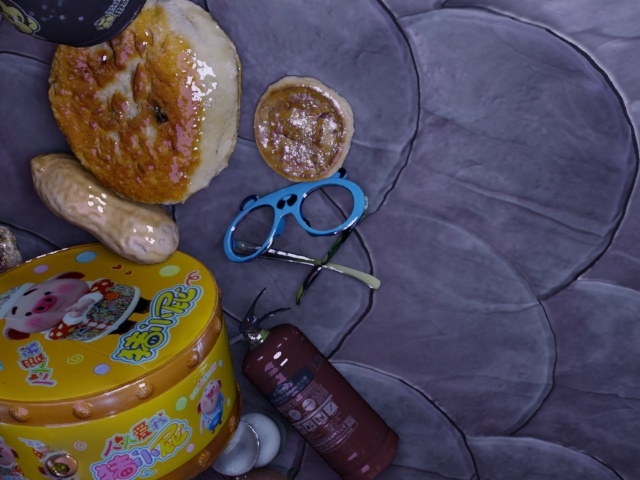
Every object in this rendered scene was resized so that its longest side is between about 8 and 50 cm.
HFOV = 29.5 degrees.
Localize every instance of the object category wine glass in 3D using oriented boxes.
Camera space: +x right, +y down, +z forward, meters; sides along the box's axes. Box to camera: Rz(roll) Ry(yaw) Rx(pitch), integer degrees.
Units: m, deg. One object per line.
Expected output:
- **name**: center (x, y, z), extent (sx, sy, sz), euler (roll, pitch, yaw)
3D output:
- **wine glass**: center (-0.113, 0.319, 1.926), extent (0.093, 0.202, 0.093), euler (-1, 86, 10)

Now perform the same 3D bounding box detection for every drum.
- **drum**: center (-0.333, 0.195, 1.796), extent (0.431, 0.431, 0.214), euler (3, 122, 17)

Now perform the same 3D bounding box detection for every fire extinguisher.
- **fire extinguisher**: center (-0.016, 0.227, 1.897), extent (0.135, 0.114, 0.337), euler (-38, 103, 20)

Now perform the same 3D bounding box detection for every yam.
- **yam**: center (-0.095, 0.426, 2.061), extent (0.127, 0.084, 0.084), euler (25, 124, 2)

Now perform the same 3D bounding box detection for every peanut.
- **peanut**: center (-0.330, -0.050, 1.837), extent (0.263, 0.101, 0.117), euler (30, 166, 2)

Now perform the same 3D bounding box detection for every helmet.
- **helmet**: center (-0.341, -0.383, 1.587), extent (0.230, 0.160, 0.279), euler (42, 117, 14)

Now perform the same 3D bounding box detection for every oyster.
- **oyster**: center (-0.543, 0.014, 1.988), extent (0.108, 0.053, 0.165), euler (14, 131, 23)

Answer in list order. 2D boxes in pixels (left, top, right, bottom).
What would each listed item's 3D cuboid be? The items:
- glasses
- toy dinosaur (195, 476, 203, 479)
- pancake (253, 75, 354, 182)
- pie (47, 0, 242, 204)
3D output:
- **glasses**: center (-0.010, 0.019, 1.776), extent (0.239, 0.102, 0.207), euler (-20, 111, 27)
- **toy dinosaur**: center (-0.260, 0.416, 2.150), extent (0.120, 0.029, 0.060), euler (1, 135, 12)
- **pancake**: center (-0.026, -0.156, 1.717), extent (0.158, 0.028, 0.158), euler (6, 112, 15)
- **pie**: center (-0.254, -0.202, 1.718), extent (0.315, 0.092, 0.315), euler (7, 110, 20)
